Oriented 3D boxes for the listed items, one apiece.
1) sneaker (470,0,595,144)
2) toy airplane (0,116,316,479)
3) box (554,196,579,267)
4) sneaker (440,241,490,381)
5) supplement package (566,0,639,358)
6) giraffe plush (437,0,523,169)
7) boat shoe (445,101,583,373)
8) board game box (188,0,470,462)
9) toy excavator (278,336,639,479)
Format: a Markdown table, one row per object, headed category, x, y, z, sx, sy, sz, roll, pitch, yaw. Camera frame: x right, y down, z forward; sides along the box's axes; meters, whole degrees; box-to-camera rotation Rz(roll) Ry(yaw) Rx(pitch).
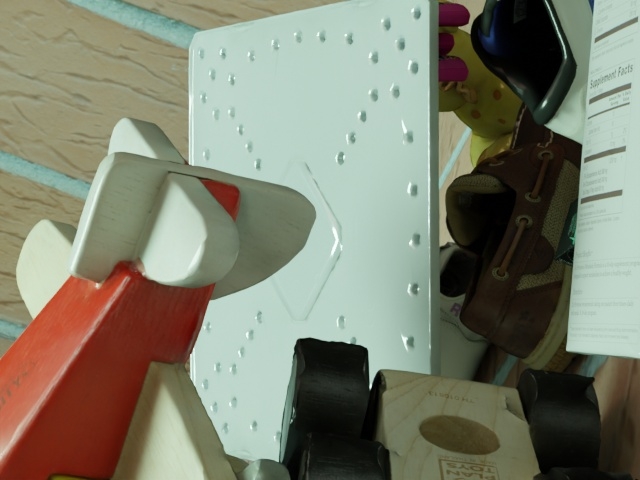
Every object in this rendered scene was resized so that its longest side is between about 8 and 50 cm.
| category | x | y | z | sx | sy | sz | roll | pitch | yaw |
| --- | --- | --- | --- | --- | --- | --- | --- | --- | --- |
| sneaker | 0.221 | -0.195 | 1.453 | 0.127 | 0.182 | 0.315 | 125 | 163 | -54 |
| toy airplane | -0.124 | 0.120 | 1.224 | 0.384 | 0.272 | 0.386 | -20 | 45 | 42 |
| box | 0.223 | -0.007 | 1.402 | 0.083 | 0.062 | 0.052 | 134 | 156 | -69 |
| sneaker | 0.114 | 0.062 | 1.845 | 0.152 | 0.114 | 0.305 | -59 | 18 | 12 |
| supplement package | 0.227 | -0.052 | 1.039 | 0.134 | 0.139 | 0.244 | 169 | 106 | -80 |
| giraffe plush | 0.149 | -0.149 | 1.829 | 0.210 | 0.170 | 0.181 | 166 | 124 | -80 |
| boat shoe | 0.168 | -0.030 | 1.595 | 0.342 | 0.123 | 0.123 | -79 | 13 | -47 |
| board game box | 0.000 | 0.000 | 1.599 | 0.390 | 0.050 | 0.390 | 0 | 90 | 58 |
| toy excavator | 0.065 | 0.345 | 1.254 | 0.433 | 0.222 | 0.445 | -94 | 11 | -68 |
